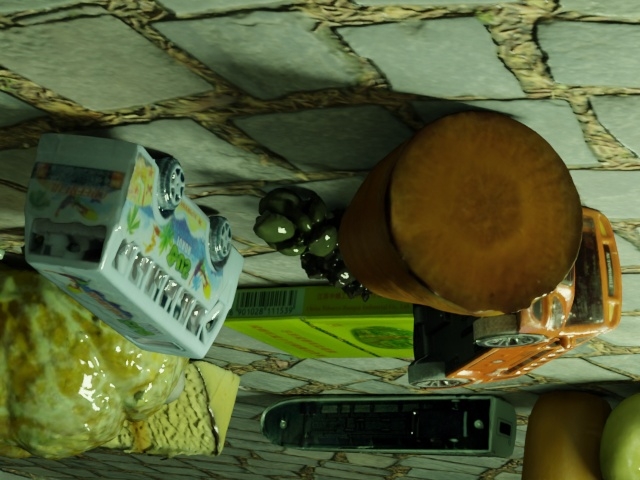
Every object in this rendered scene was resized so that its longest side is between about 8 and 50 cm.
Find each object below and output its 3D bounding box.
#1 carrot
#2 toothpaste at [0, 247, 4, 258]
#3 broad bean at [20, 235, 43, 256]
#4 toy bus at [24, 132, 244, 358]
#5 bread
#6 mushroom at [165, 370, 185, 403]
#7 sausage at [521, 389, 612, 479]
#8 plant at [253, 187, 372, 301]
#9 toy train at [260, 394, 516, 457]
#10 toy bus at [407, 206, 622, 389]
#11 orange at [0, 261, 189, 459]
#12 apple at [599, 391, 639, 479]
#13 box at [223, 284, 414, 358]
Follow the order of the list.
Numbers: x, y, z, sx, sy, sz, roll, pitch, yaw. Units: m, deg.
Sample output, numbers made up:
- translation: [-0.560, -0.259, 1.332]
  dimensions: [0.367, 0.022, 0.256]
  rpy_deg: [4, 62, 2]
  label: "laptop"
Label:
- translation: [0.087, -0.004, 1.296]
  dimensions: [0.159, 0.159, 0.225]
  rpy_deg: [13, 165, -19]
  label: "carrot"
- translation: [-0.419, -0.018, 1.679]
  dimensions: [0.197, 0.035, 0.057]
  rpy_deg: [25, 166, -35]
  label: "toothpaste"
- translation: [-0.211, 0.024, 1.726]
  dimensions: [0.226, 0.039, 0.069]
  rpy_deg: [10, 169, -12]
  label: "broad bean"
- translation: [-0.167, 0.011, 1.484]
  dimensions: [0.109, 0.136, 0.330]
  rpy_deg: [5, 163, 16]
  label: "toy bus"
- translation: [-0.258, 0.233, 2.364]
  dimensions: [0.266, 0.178, 0.142]
  rpy_deg: [3, -165, 25]
  label: "bread"
- translation: [-0.257, 0.161, 2.126]
  dimensions: [0.116, 0.093, 0.225]
  rpy_deg: [14, 169, 22]
  label: "mushroom"
- translation: [0.332, 0.384, 2.156]
  dimensions: [0.134, 0.354, 0.116]
  rpy_deg: [0, 162, 24]
  label: "sausage"
- translation: [0.000, 0.000, 1.498]
  dimensions: [0.087, 0.085, 0.174]
  rpy_deg: [-30, 142, 25]
  label: "plant"
- translation: [0.096, 0.278, 2.394]
  dimensions: [0.407, 0.086, 0.088]
  rpy_deg: [-3, 167, 33]
  label: "toy train"
- translation: [0.175, 0.048, 1.470]
  dimensions: [0.153, 0.143, 0.329]
  rpy_deg: [0, 165, -12]
  label: "toy bus"
- translation: [-0.343, 0.148, 1.891]
  dimensions: [0.368, 0.210, 0.271]
  rpy_deg: [3, 141, 8]
  label: "orange"
- translation: [0.454, 0.283, 2.076]
  dimensions: [0.200, 0.200, 0.200]
  rpy_deg: [7, 164, 2]
  label: "apple"
- translation: [0.067, 0.095, 1.835]
  dimensions: [0.335, 0.047, 0.187]
  rpy_deg: [-3, 161, 33]
  label: "box"
